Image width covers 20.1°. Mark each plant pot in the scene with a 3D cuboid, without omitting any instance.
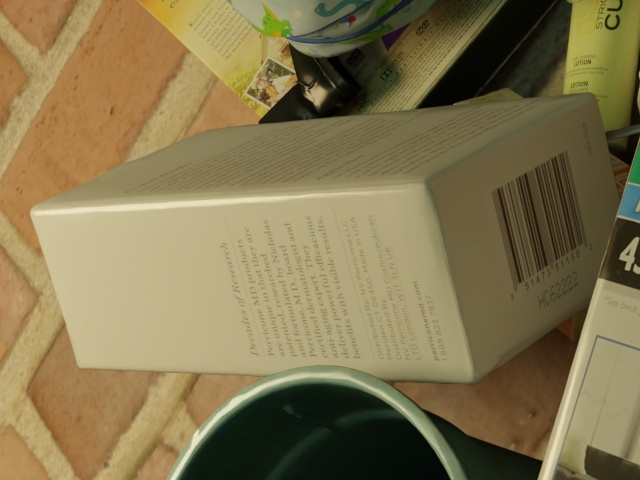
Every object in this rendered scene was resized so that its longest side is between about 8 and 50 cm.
[{"bbox_3d":[0.093,0.291,1.410,0.341,0.334,0.341,-14,69,40],"label":"plant pot"}]

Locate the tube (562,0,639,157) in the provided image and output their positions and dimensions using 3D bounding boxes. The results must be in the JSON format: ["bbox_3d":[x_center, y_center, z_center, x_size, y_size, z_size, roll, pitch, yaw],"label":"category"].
[{"bbox_3d":[0.251,-0.193,1.591,0.070,0.062,0.240,9,77,5],"label":"tube"}]

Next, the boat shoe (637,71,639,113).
[{"bbox_3d":[0.308,-0.122,1.488,0.098,0.096,0.277,-25,62,39],"label":"boat shoe"}]

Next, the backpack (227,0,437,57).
[{"bbox_3d":[-0.003,-0.339,1.641,0.290,0.273,0.355,-22,28,16],"label":"backpack"}]

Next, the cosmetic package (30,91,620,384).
[{"bbox_3d":[0.000,0.000,1.491,0.453,0.230,0.161,-1,109,44],"label":"cosmetic package"}]

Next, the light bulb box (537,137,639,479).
[{"bbox_3d":[0.355,0.095,1.206,0.225,0.358,0.361,18,92,42],"label":"light bulb box"}]

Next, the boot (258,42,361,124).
[{"bbox_3d":[-0.021,-0.136,1.687,0.099,0.045,0.121,-48,48,16],"label":"boot"}]

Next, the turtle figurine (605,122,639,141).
[{"bbox_3d":[0.290,-0.184,1.338,0.266,0.274,0.198,160,108,-76],"label":"turtle figurine"}]

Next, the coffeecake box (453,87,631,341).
[{"bbox_3d":[0.189,-0.024,1.551,0.185,0.068,0.142,39,136,41],"label":"coffeecake box"}]

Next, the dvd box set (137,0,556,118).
[{"bbox_3d":[0.018,-0.255,1.781,0.308,0.062,0.420,-50,49,5],"label":"dvd box set"}]

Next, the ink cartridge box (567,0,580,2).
[{"bbox_3d":[0.261,-0.408,1.554,0.207,0.119,0.353,-19,60,24],"label":"ink cartridge box"}]
